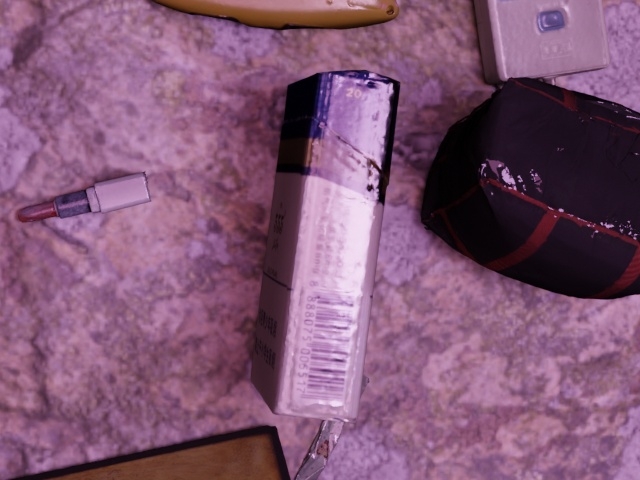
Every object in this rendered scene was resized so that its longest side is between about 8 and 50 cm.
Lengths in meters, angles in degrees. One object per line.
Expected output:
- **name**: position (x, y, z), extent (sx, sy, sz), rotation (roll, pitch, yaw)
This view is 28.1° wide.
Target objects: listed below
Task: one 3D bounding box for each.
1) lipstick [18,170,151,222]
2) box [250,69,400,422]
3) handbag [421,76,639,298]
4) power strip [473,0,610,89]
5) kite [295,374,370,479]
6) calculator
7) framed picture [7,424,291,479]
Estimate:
- **lipstick**: position (-0.191, -0.031, 1.032), extent (0.107, 0.025, 0.025), rotation (-15, 96, -4)
- **box**: position (0.000, 0.000, 1.000), extent (0.071, 0.168, 0.259), rotation (8, 93, -10)
- **handbag**: position (0.199, -0.036, 1.038), extent (0.215, 0.169, 0.155), rotation (21, 73, -11)
- **power strip**: position (0.171, -0.296, 1.080), extent (0.106, 0.043, 0.367), rotation (-10, 95, -12)
- **kite**: position (-0.023, 0.224, 1.088), extent (0.229, 0.012, 0.250), rotation (25, 87, -13)
- **calculator**: position (-0.042, -0.247, 1.018), extent (0.236, 0.033, 0.157), rotation (4, 106, -10)
- **framed picture**: position (-0.122, 0.292, 0.937), extent (0.255, 0.339, 0.014), rotation (-11, 135, -8)
